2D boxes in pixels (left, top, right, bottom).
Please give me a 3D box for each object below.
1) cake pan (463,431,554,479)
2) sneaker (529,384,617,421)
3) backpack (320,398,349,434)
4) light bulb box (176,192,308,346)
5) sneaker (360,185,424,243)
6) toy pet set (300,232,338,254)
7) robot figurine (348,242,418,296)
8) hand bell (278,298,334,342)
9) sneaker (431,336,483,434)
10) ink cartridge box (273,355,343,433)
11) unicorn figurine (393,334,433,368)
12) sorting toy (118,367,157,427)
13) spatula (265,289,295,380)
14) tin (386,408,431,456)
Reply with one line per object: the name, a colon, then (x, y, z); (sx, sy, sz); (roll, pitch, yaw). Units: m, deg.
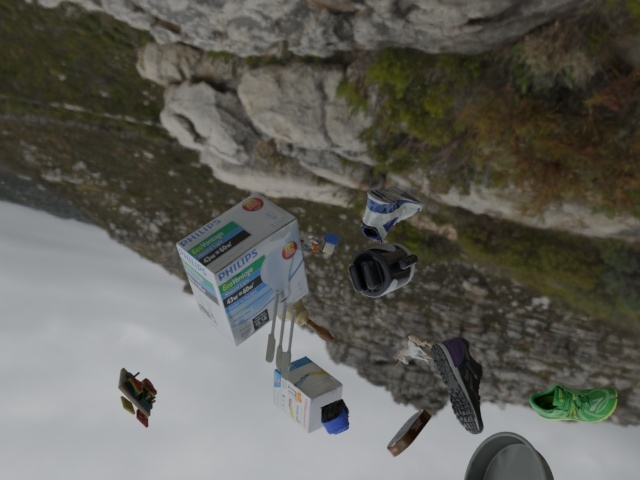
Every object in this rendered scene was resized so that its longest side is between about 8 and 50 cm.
cake pan: (0.465, 0.626, 1.506); (0.054, 0.293, 0.293); (21, 175, -21)
sneaker: (0.839, 0.544, 2.041); (0.123, 0.110, 0.295); (34, 140, -32)
backpack: (0.060, 0.641, 2.188); (0.098, 0.101, 0.120); (-31, -172, 9)
light bulb box: (-0.254, 0.097, 2.104); (0.225, 0.358, 0.361); (32, 146, 36)
sneaker: (0.239, -0.093, 2.266); (0.127, 0.182, 0.315); (38, -154, 28)
toy pet set: (0.000, 0.000, 2.040); (0.114, 0.065, 0.122); (19, -174, -12)
robot figurine: (0.218, 0.100, 2.169); (0.209, 0.174, 0.278); (29, -153, 32)
hand bell: (-0.039, 0.318, 2.324); (0.242, 0.126, 0.126); (34, -170, 35)
sneaker: (0.443, 0.423, 1.810); (0.124, 0.283, 0.107); (-15, 167, -20)
ink cartridge box: (-0.052, 0.605, 2.406); (0.168, 0.171, 0.232); (-15, -151, -38)
unicorn figurine: (0.302, 0.354, 1.946); (0.111, 0.162, 0.060); (20, -143, 27)
sorting toy: (-0.544, 0.450, 1.834); (0.132, 0.046, 0.274); (53, 176, -18)
spatula: (-0.119, 0.287, 1.865); (0.019, 0.242, 0.168); (-12, 142, 22)
tin: (0.271, 0.587, 1.871); (0.040, 0.106, 0.189); (44, -135, 11)
